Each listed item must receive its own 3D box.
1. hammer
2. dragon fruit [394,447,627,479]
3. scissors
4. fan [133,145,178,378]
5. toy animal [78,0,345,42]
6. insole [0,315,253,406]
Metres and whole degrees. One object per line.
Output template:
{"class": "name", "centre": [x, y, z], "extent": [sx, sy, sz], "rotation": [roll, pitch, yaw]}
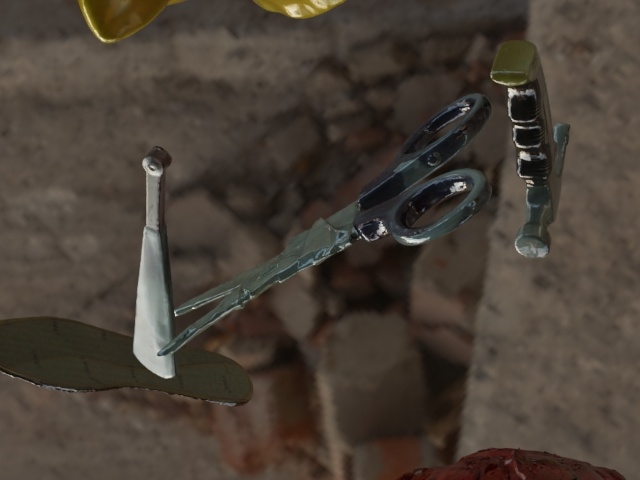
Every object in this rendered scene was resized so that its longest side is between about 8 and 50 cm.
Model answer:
{"class": "hammer", "centre": [0.212, -0.110, 1.909], "extent": [0.041, 0.158, 0.226], "rotation": [0, 139, 18]}
{"class": "dragon fruit", "centre": [0.173, 0.318, 1.676], "extent": [0.296, 0.295, 0.302], "rotation": [0, 156, 38]}
{"class": "scissors", "centre": [0.000, 0.000, 1.782], "extent": [0.383, 0.256, 0.029], "rotation": [-31, 111, 20]}
{"class": "fan", "centre": [-0.151, 0.026, 1.792], "extent": [0.057, 0.023, 0.282], "rotation": [32, 139, 24]}
{"class": "toy animal", "centre": [-0.047, -0.182, 0.971], "extent": [0.156, 0.230, 0.156], "rotation": [14, 109, 49]}
{"class": "insole", "centre": [-0.227, 0.136, 2.137], "extent": [0.348, 0.119, 0.009], "rotation": [12, 126, -31]}
